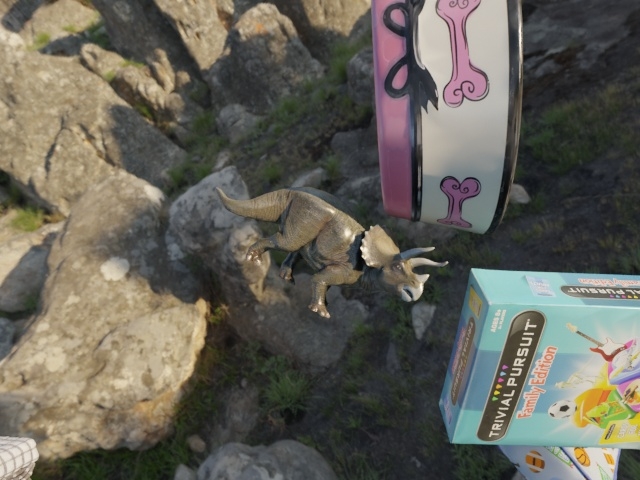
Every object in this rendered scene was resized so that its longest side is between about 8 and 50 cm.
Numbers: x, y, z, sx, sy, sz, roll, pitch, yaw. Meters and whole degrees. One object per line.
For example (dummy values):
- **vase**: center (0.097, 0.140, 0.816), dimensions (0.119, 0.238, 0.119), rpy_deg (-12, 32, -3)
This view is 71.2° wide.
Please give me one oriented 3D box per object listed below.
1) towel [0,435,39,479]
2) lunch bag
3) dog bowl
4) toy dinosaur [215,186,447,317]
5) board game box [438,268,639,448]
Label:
- **towel**: center (-0.595, 0.358, 0.624), dimensions (0.283, 0.121, 0.235), rpy_deg (3, -3, 5)
- **lunch bag**: center (0.403, 0.305, 0.807), dimensions (0.115, 0.303, 0.243), rpy_deg (-44, -9, 38)
- **dog bowl**: center (0.156, -0.207, 0.637), dimensions (0.150, 0.408, 0.408), rpy_deg (-2, 37, 10)
- **toy dinosaur**: center (0.000, 0.000, 0.630), dimensions (0.160, 0.313, 0.121), rpy_deg (-54, -14, 4)
- **board game box**: center (0.356, 0.170, 0.609), dimensions (0.336, 0.254, 0.079), rpy_deg (2, 29, -1)
